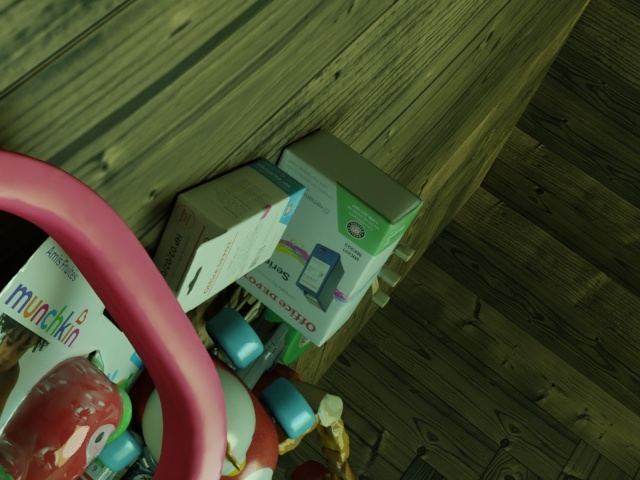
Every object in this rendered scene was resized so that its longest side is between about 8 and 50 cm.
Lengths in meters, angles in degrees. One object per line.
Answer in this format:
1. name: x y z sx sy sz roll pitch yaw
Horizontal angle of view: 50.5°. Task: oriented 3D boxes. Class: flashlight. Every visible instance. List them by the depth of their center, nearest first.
1. flashlight: -0.149 0.228 1.010 0.304 0.103 0.103 -53 155 -59

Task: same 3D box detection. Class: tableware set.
1. tableware set: -0.154 0.138 0.923 0.194 0.039 0.128 -47 -177 3

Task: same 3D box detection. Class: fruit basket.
1. fruit basket: -0.229 0.184 0.493 0.353 0.165 0.327 -52 168 -19

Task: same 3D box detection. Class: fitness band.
1. fitness band: -0.159 0.090 0.356 0.209 0.054 0.291 -45 125 -32

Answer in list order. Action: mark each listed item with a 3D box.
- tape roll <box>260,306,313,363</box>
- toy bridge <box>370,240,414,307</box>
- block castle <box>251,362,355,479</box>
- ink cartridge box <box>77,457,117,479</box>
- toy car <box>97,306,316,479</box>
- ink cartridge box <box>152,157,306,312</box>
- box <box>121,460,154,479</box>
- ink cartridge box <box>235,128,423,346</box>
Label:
1. tape roll: 0.007 0.086 1.288 0.321 0.077 0.321 -49 167 -15
2. toy bridge: 0.125 0.062 1.324 0.026 0.063 0.188 -44 164 -35
3. block castle: -0.148 0.429 1.042 0.453 0.213 0.303 -33 115 -35
4. ink cartridge box: -0.297 0.312 0.912 0.115 0.029 0.063 -50 168 -15
5. toy car: -0.117 0.205 0.719 0.219 0.210 0.238 -37 -175 -16
6. ink cartridge box: -0.100 -0.005 0.664 0.181 0.061 0.104 -35 159 -55
7. box: -0.242 0.374 1.175 0.180 0.077 0.147 -49 167 -14
8. ink cartridge box: 0.000 0.000 0.827 0.093 0.154 0.212 -38 161 -50
